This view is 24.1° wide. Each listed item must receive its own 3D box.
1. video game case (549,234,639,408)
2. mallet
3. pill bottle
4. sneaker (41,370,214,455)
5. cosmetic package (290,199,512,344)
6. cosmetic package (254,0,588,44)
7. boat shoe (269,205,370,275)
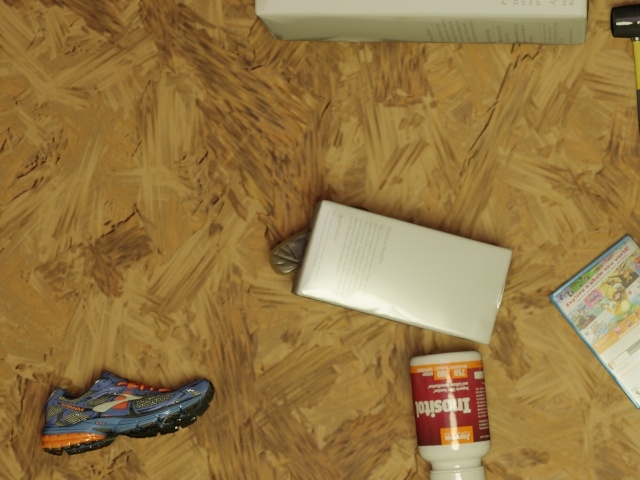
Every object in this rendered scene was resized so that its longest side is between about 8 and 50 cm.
[{"bbox_3d":[0.364,0.094,1.745,0.119,0.015,0.166,-39,81,5],"label":"video game case"},{"bbox_3d":[0.387,-0.186,1.758,0.062,0.039,0.190,-12,88,6],"label":"mallet"},{"bbox_3d":[0.152,0.206,1.735,0.086,0.086,0.152,-7,84,9],"label":"pill bottle"},{"bbox_3d":[-0.236,0.195,1.805,0.221,0.083,0.087,-13,75,5],"label":"sneaker"},{"bbox_3d":[0.093,0.037,1.737,0.231,0.085,0.117,16,87,-5],"label":"cosmetic package"},{"bbox_3d":[0.123,-0.346,1.753,0.385,0.156,0.217,4,86,11],"label":"cosmetic package"},{"bbox_3d":[0.000,0.000,1.797,0.135,0.045,0.050,-25,83,-4],"label":"boat shoe"}]
